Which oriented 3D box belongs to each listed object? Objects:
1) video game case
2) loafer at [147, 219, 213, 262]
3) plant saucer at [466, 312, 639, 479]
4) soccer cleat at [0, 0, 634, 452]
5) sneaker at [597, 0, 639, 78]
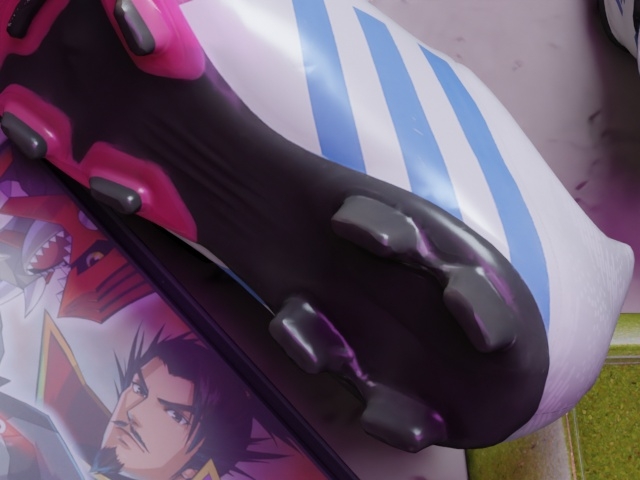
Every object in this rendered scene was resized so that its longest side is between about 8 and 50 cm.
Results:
[{"bbox_3d":[-0.126,0.098,0.579,0.275,0.035,0.248,47,53,0],"label":"video game case"},{"bbox_3d":[0.000,0.000,0.680,0.170,0.062,0.061,40,60,2],"label":"loafer"},{"bbox_3d":[0.160,0.112,0.682,0.188,0.045,0.188,0,69,-15],"label":"plant saucer"},{"bbox_3d":[-0.022,-0.054,0.621,0.331,0.116,0.143,44,34,12],"label":"soccer cleat"},{"bbox_3d":[0.208,-0.204,0.731,0.127,0.182,0.315,26,101,-19],"label":"sneaker"}]
